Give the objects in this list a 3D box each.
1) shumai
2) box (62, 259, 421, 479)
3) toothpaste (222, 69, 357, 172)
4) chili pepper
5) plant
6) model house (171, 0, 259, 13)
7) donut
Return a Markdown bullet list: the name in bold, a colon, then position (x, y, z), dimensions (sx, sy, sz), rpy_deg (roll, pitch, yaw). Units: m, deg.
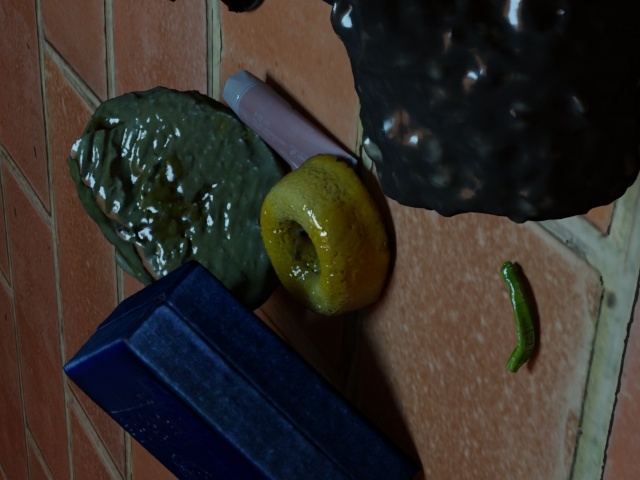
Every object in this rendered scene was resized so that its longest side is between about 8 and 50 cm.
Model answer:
- **shumai**: position (-0.134, -0.033, 1.349), dimensions (0.256, 0.189, 0.218), rpy_deg (56, 170, 4)
- **box**: position (-0.087, 0.167, 1.219), dimensions (0.279, 0.116, 0.261), rpy_deg (45, 158, -8)
- **toothpaste**: position (-0.025, -0.097, 1.206), dimensions (0.194, 0.043, 0.067), rpy_deg (45, 142, 38)
- **chili pepper**: position (0.144, 0.056, 0.945), dimensions (0.030, 0.017, 0.083), rpy_deg (180, 81, -66)
- **plant**: position (0.103, -0.132, 0.720), dimensions (0.204, 0.178, 0.234), rpy_deg (5, 121, 18)
- **model house**: position (-0.139, -0.266, 1.233), dimensions (0.165, 0.152, 0.106), rpy_deg (136, 124, -60)
- **donut**: position (0.000, 0.000, 1.152), dimensions (0.152, 0.058, 0.152), rpy_deg (42, 146, 38)
